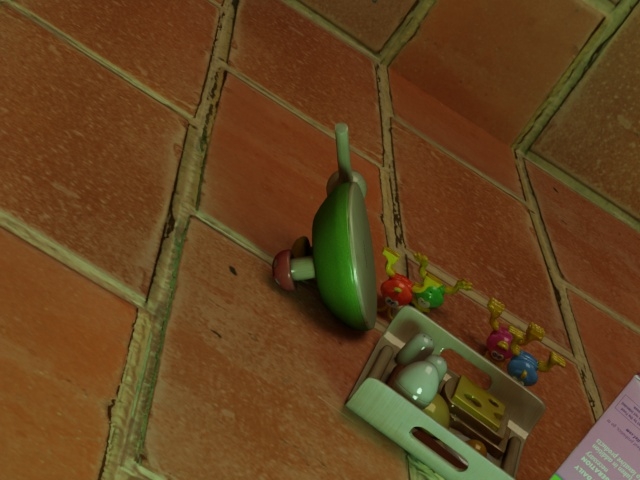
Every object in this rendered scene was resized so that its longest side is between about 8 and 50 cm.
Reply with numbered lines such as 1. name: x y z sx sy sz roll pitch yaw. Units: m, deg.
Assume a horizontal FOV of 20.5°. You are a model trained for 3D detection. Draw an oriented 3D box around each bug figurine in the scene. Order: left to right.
1. bug figurine: 0.189 0.107 2.322 0.279 0.072 0.216 32 11 6

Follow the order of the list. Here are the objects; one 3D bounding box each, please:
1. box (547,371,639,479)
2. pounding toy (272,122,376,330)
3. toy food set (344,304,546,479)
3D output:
1. box: 0.341 0.258 1.930 0.117 0.243 0.213 41 19 17
2. pounding toy: 0.000 0.000 2.168 0.183 0.110 0.237 65 20 -65
3. toy food set: 0.159 0.184 2.035 0.219 0.092 0.306 36 18 1
